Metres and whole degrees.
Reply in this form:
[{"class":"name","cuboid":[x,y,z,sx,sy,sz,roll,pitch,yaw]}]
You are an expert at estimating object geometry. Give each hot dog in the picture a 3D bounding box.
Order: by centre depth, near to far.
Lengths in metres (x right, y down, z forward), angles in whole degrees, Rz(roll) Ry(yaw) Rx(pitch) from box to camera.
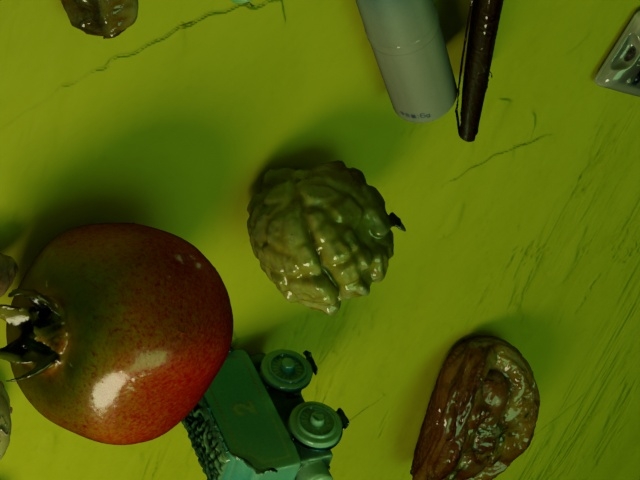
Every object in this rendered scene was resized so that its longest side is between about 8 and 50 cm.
[{"class":"hot dog","cuboid":[0.224,0.264,2.015,0.196,0.122,0.272,-15,138,-33]}]

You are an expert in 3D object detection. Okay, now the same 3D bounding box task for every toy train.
[{"class":"toy train","cuboid":[-0.071,0.219,1.622,0.163,0.203,0.112,-9,136,-27]}]

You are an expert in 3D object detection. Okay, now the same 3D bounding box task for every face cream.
[{"class":"face cream","cuboid":[0.083,-0.224,1.409,0.077,0.077,0.250,-37,146,-8]}]

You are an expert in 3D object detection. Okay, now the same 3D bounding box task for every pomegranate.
[{"class":"pomegranate","cuboid":[-0.210,0.086,1.340,0.257,0.221,0.221,7,122,-54]}]

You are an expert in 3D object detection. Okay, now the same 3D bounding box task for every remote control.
[{"class":"remote control","cuboid":[0.486,-0.221,1.815,0.313,0.055,0.109,5,123,-46]}]

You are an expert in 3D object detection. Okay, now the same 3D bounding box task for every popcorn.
[{"class":"popcorn","cuboid":[0.008,-0.005,1.500,0.173,0.173,0.142,3,135,-45]}]

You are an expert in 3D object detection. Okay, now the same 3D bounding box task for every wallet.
[{"class":"wallet","cuboid":[0.175,-0.238,1.466,0.039,0.133,0.243,8,136,6]}]

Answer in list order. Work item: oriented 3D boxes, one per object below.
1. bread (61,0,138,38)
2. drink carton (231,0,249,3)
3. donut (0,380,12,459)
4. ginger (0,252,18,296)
[{"class":"bread","cuboid":[-0.191,-0.219,1.171,0.066,0.060,0.110,-19,140,-6]},{"class":"drink carton","cuboid":[-0.074,-0.309,1.134,0.146,0.144,0.142,-41,135,-3]},{"class":"donut","cuboid":[-0.393,0.203,1.410,0.174,0.068,0.174,-26,142,-22]},{"class":"ginger","cuboid":[-0.413,0.073,1.262,0.288,0.075,0.089,-28,147,-26]}]
